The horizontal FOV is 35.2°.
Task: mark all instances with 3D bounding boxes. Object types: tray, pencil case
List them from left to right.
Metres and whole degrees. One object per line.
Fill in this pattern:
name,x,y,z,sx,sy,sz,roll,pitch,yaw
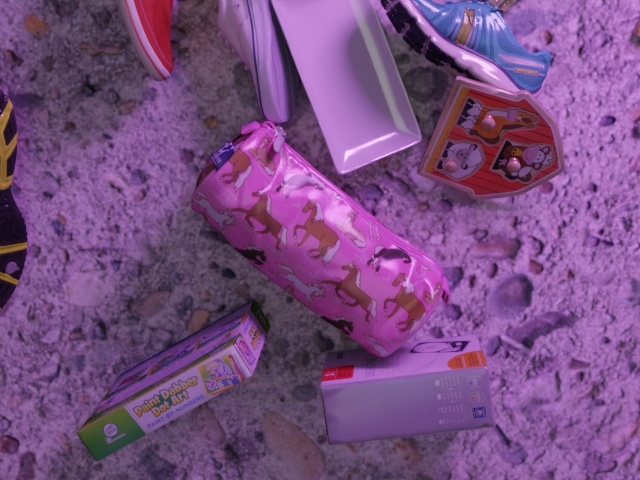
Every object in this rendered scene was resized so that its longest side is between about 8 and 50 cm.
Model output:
pencil case,0.000,0.000,1.439,0.386,0.167,0.160,40,59,-4
tray,0.036,-0.242,1.441,0.145,0.030,0.271,-24,98,-17

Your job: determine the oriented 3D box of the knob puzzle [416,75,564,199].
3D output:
knob puzzle,0.253,-0.126,1.418,0.213,0.030,0.213,4,129,6

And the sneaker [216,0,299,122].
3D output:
sneaker,-0.096,-0.293,1.439,0.091,0.094,0.258,-5,99,29

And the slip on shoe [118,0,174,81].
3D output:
slip on shoe,-0.235,-0.391,1.411,0.101,0.123,0.332,-6,94,1

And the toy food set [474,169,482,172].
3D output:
toy food set,0.238,-0.135,1.468,0.083,0.020,0.083,35,100,-2

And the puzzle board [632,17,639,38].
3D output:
puzzle board,0.513,-0.329,1.424,0.096,0.011,0.128,26,99,0

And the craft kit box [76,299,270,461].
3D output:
craft kit box,-0.199,0.191,1.435,0.249,0.246,0.061,-30,95,9

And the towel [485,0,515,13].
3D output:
towel,0.244,-0.405,1.420,0.110,0.027,0.148,-42,96,10

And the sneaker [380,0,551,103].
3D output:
sneaker,0.201,-0.292,1.415,0.275,0.107,0.110,33,89,-11

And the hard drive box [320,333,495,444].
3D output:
hard drive box,0.124,0.212,1.452,0.232,0.181,0.089,-8,99,4

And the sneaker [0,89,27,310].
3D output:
sneaker,-0.533,-0.051,1.492,0.147,0.145,0.385,15,105,32
